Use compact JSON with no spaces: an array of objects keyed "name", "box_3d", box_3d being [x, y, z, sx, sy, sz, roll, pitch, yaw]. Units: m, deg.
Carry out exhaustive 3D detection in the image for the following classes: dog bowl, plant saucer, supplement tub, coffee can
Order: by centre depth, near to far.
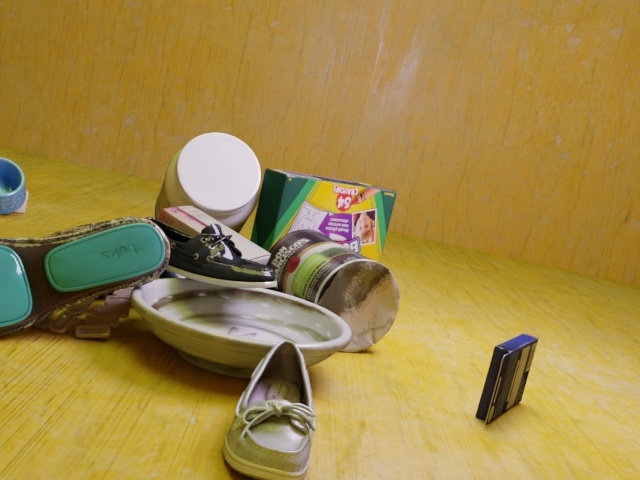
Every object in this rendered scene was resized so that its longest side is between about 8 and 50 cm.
[{"name":"plant saucer","box_3d":[-0.147,0.167,1.461,0.401,0.100,0.400,11,9,-2]},{"name":"coffee can","box_3d":[0.017,0.103,1.772,0.202,0.201,0.275,8,10,-30]},{"name":"supplement tub","box_3d":[-0.282,-0.111,2.028,0.235,0.235,0.325,10,-21,-14]},{"name":"dog bowl","box_3d":[-0.966,-0.170,2.250,0.297,0.074,0.166,9,53,-27]}]

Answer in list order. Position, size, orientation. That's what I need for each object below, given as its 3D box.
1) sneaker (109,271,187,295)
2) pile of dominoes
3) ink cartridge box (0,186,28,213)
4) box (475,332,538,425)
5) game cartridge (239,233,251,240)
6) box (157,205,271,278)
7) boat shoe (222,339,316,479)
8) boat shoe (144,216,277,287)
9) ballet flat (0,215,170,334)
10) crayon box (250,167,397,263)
[{"name":"sneaker","box_3d":[-0.388,0.092,1.683,0.226,0.086,0.163,26,22,26]},{"name":"pile of dominoes","box_3d":[-0.434,0.111,1.506,0.196,0.040,0.251,15,31,9]},{"name":"ink cartridge box","box_3d":[-0.963,-0.134,2.363,0.198,0.067,0.115,10,9,-26]},{"name":"box","box_3d":[0.340,0.251,1.489,0.037,0.136,0.225,18,10,27]},{"name":"game cartridge","box_3d":[-0.107,0.042,2.501,0.285,0.052,0.324,8,10,-25]},{"name":"box","box_3d":[-0.254,0.042,1.785,0.232,0.148,0.127,31,16,18]},{"name":"boat shoe","box_3d":[-0.062,0.234,1.128,0.118,0.103,0.320,12,11,0]},{"name":"boat shoe","box_3d":[-0.231,0.019,1.608,0.340,0.113,0.127,12,4,33]},{"name":"ballet flat","box_3d":[-0.496,0.067,1.377,0.483,0.164,0.182,-14,-4,-34]},{"name":"crayon box","box_3d":[0.000,0.000,2.039,0.363,0.313,0.106,5,11,-39]}]
